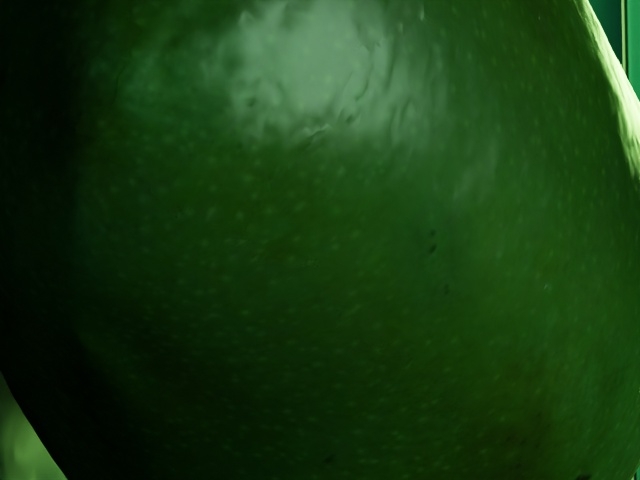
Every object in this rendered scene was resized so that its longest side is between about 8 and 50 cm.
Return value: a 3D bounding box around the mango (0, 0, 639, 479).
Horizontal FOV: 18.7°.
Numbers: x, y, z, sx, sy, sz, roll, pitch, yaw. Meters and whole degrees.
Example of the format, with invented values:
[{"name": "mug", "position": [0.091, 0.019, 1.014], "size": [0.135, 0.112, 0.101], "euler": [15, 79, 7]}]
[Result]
[{"name": "mango", "position": [0.000, 0.000, 0.581], "size": [0.225, 0.201, 0.382], "euler": [-59, 158, -6]}]
